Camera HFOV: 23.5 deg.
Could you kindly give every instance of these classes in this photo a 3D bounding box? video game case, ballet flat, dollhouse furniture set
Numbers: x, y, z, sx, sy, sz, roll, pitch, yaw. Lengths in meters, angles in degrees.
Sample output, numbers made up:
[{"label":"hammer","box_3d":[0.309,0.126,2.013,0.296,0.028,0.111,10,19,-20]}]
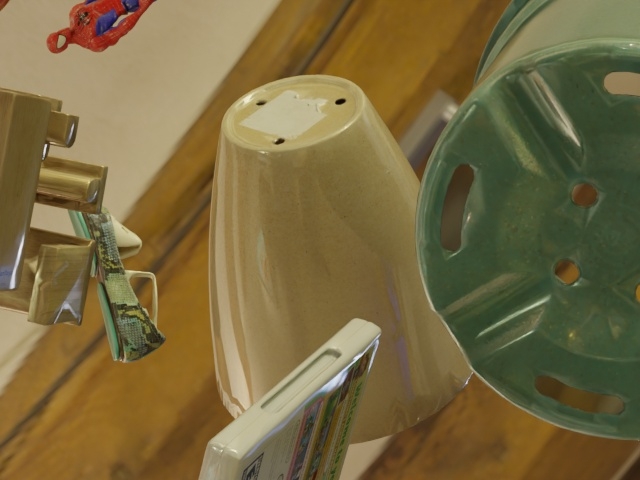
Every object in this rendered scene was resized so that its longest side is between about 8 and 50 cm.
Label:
[{"label":"video game case","box_3d":[-0.035,0.170,0.909,0.193,0.023,0.212,-35,-36,-59]},{"label":"ballet flat","box_3d":[-0.202,0.030,1.544,0.070,0.188,0.070,-17,-10,-3]},{"label":"dollhouse furniture set","box_3d":[-0.221,-0.026,0.944,0.151,0.123,0.144,-2,-77,-75]}]

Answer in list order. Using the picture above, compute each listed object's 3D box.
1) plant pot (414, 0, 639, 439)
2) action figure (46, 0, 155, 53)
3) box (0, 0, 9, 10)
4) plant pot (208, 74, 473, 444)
[{"label":"plant pot","box_3d":[0.228,-0.039,1.066,0.334,0.341,0.341,-39,-28,-64]},{"label":"action figure","box_3d":[-0.105,-0.140,0.860,0.115,0.038,0.030,-37,-20,-5]},{"label":"box","box_3d":[-0.162,-0.219,0.694,0.142,0.154,0.300,-55,6,41]},{"label":"plant pot","box_3d":[0.000,0.000,1.389,0.256,0.256,0.274,-30,-52,-22]}]
